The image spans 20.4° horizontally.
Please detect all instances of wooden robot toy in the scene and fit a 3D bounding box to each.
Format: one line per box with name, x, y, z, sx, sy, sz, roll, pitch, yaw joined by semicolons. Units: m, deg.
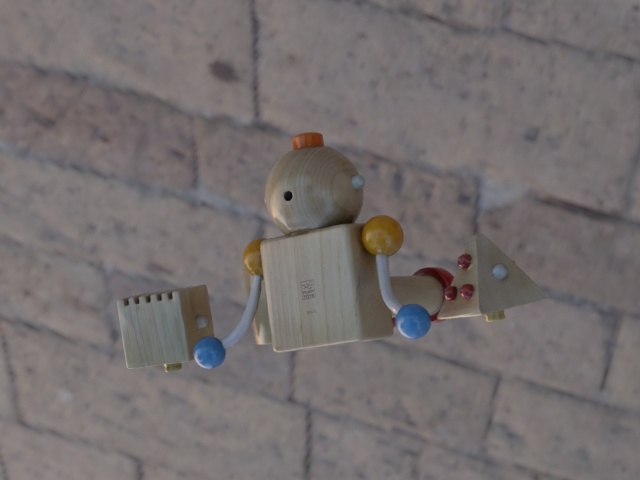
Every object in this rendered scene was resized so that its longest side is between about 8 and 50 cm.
wooden robot toy;0.000;0.000;0.657;0.173;0.076;0.079;-10;90;37
